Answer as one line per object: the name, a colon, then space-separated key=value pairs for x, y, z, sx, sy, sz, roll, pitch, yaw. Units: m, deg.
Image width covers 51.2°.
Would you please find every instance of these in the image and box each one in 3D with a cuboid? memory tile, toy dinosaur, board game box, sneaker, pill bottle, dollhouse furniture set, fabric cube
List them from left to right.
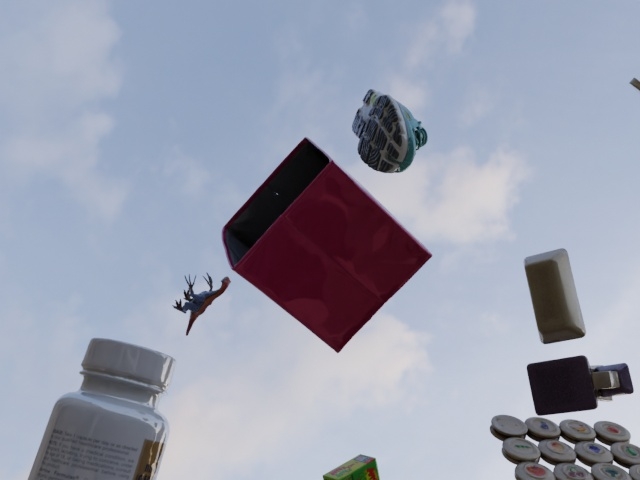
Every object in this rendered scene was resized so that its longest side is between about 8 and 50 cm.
pill bottle: x=-0.239 y=0.231 z=0.733 sx=0.131 sy=0.229 sz=0.131 roll=12 pitch=-20 yaw=4
toy dinosaur: x=-0.142 y=0.073 z=0.840 sx=0.082 sy=0.047 sz=0.090 roll=-2 pitch=-66 yaw=34
fabric cube: x=0.000 y=0.000 z=1.250 sx=0.258 sy=0.254 sz=0.259 roll=41 pitch=-85 yaw=-21
board game box: x=0.068 y=0.476 z=1.153 sx=0.043 sy=0.092 sz=0.181 roll=-7 pitch=-84 yaw=50
sneaker: x=0.124 y=-0.179 z=1.075 sx=0.110 sy=0.275 sz=0.107 roll=19 pitch=-66 yaw=-10
memory tile: x=0.249 y=0.207 z=0.653 sx=0.148 sy=0.113 sz=0.012 roll=3 pitch=-72 yaw=-4
dollhouse furniture set: x=0.199 y=0.061 z=0.477 sx=0.091 sy=0.081 sz=0.114 roll=-18 pitch=-110 yaw=31

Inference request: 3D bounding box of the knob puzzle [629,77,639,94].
knob puzzle: x=0.495 y=-0.117 z=0.869 sx=0.213 sy=0.213 sz=0.030 roll=38 pitch=-70 yaw=-10
